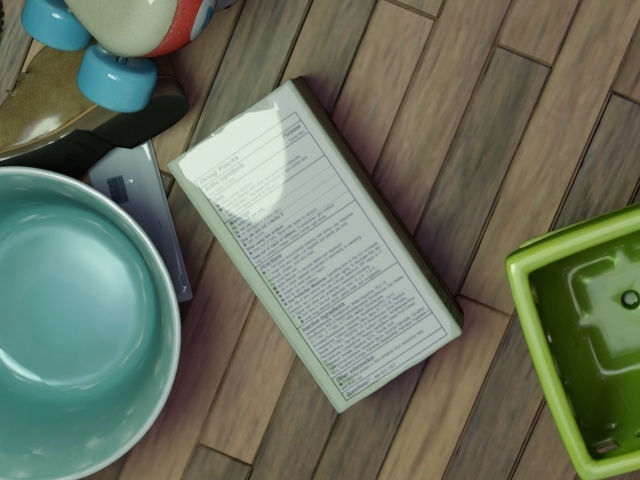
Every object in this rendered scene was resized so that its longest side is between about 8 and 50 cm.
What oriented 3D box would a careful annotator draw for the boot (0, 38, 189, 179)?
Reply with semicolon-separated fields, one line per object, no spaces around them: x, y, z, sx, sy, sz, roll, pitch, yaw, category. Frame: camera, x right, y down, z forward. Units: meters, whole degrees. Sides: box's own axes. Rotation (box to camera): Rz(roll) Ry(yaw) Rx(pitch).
-0.282;-0.119;1.728;0.305;0.112;0.115;-26;71;11;boot

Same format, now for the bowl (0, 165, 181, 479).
-0.273;0.073;1.705;0.312;0.163;0.311;1;98;8;bowl

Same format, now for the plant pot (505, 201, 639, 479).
0.311;0.073;1.646;0.227;0.207;0.228;-19;96;7;plant pot

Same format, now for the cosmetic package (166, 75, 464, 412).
0.000;0.000;1.700;0.153;0.129;0.296;-33;94;9;cosmetic package

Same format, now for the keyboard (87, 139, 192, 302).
-0.198;-0.054;1.767;0.072;0.014;0.256;-14;95;11;keyboard

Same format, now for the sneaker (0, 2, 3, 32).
-0.374;-0.177;1.737;0.073;0.063;0.162;11;76;16;sneaker

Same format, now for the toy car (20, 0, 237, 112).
-0.124;-0.259;1.630;0.210;0.238;0.219;46;126;35;toy car
